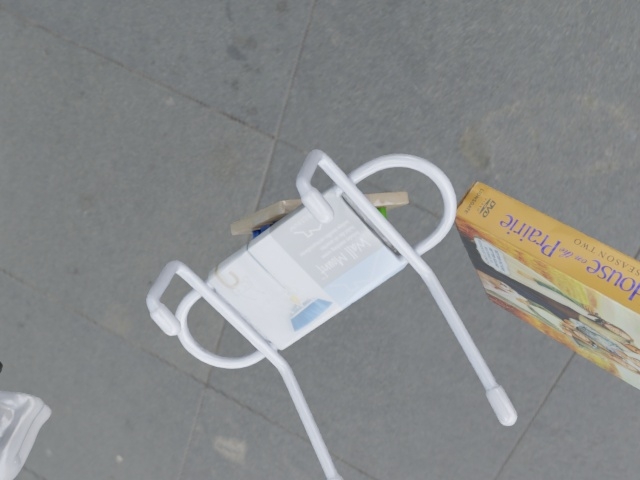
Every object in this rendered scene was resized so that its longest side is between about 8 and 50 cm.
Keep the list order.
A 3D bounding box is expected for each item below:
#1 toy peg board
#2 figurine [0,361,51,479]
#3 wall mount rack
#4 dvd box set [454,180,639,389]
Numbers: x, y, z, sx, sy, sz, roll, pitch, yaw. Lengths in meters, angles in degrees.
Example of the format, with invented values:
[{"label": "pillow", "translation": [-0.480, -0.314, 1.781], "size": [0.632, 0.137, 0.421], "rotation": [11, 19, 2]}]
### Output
[{"label": "toy peg board", "translation": [0.000, 0.000, 0.905], "size": [0.161, 0.160, 0.079], "rotation": [-19, 79, 63]}, {"label": "figurine", "translation": [-0.414, 0.254, 0.882], "size": [0.092, 0.210, 0.215], "rotation": [2, 145, 13]}, {"label": "wall mount rack", "translation": [0.011, 0.090, 0.760], "size": [0.350, 0.130, 0.304], "rotation": [-36, 109, 24]}, {"label": "dvd box set", "translation": [0.377, 0.104, 0.974], "size": [0.420, 0.062, 0.308], "rotation": [32, 170, 31]}]
